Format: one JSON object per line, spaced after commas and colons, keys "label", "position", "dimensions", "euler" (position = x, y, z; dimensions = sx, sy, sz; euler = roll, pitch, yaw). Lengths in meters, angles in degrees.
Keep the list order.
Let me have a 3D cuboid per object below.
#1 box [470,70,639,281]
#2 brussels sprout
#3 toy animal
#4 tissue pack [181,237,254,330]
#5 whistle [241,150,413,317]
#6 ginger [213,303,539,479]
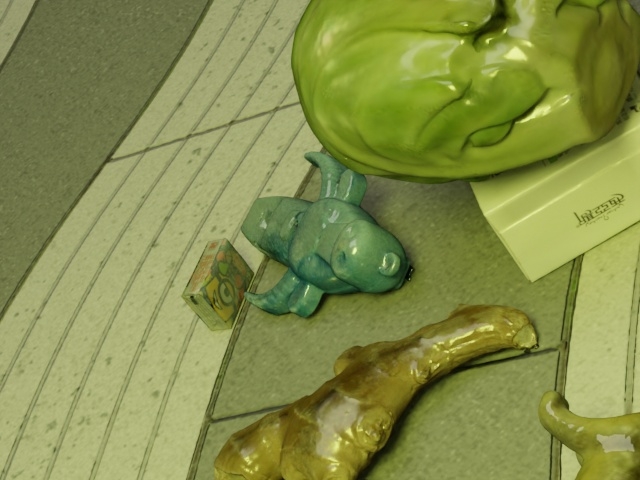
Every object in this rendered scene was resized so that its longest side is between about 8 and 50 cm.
{"label": "box", "position": [0.236, -0.111, 1.686], "dimensions": [0.194, 0.111, 0.260], "euler": [-30, 37, 12]}
{"label": "brussels sprout", "position": [0.130, -0.187, 1.573], "dimensions": [0.328, 0.247, 0.328], "euler": [-17, 56, 26]}
{"label": "toy animal", "position": [0.241, 0.179, 1.331], "dimensions": [0.168, 0.121, 0.233], "euler": [15, 56, 46]}
{"label": "tissue pack", "position": [-0.110, 0.047, 1.843], "dimensions": [0.035, 0.063, 0.083], "euler": [-10, 43, 37]}
{"label": "whistle", "position": [0.000, 0.000, 1.778], "dimensions": [0.269, 0.093, 0.180], "euler": [17, 83, 51]}
{"label": "ginger", "position": [0.045, 0.151, 1.581], "dimensions": [0.333, 0.081, 0.148], "euler": [-36, 19, -1]}
